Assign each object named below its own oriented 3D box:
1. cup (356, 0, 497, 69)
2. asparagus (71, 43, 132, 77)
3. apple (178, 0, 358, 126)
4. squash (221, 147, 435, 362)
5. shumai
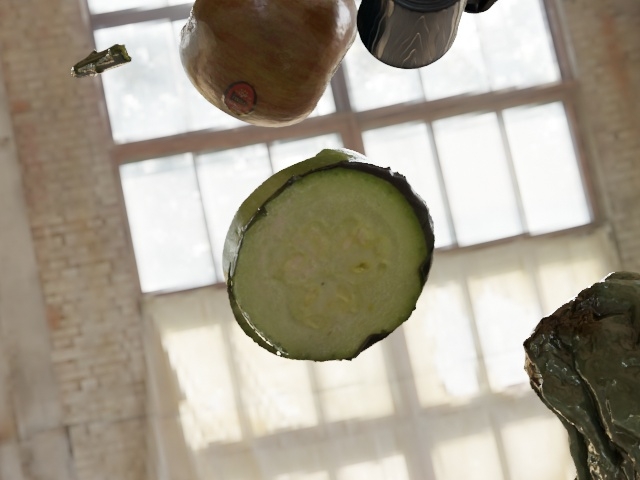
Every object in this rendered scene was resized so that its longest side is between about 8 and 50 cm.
[{"bbox_3d":[0.116,-0.274,1.687,0.150,0.113,0.138,-34,-12,-14],"label":"cup"},{"bbox_3d":[-0.232,-0.188,1.650,0.108,0.025,0.021,-10,23,50],"label":"asparagus"},{"bbox_3d":[-0.061,-0.239,1.809,0.188,0.211,0.211,27,-14,-2],"label":"apple"},{"bbox_3d":[-0.006,0.004,1.564,0.220,0.220,0.133,-7,28,-25],"label":"squash"},{"bbox_3d":[0.331,0.157,1.552,0.309,0.263,0.304,-44,2,-9],"label":"shumai"}]
